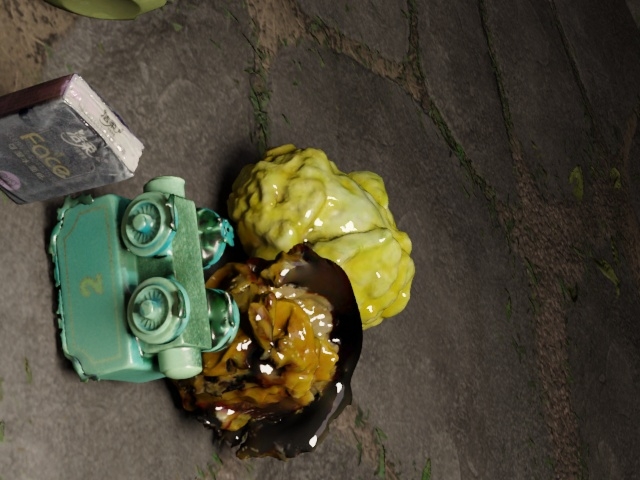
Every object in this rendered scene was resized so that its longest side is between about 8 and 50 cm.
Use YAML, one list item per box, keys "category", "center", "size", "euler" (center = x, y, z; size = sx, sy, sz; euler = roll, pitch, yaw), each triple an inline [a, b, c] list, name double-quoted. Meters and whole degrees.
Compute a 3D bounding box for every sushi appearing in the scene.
- category: "sushi"
  center: [-0.060, 0.110, 1.566]
  size: [0.204, 0.213, 0.200]
  euler: [55, 34, -31]

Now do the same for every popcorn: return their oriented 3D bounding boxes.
- category: "popcorn"
  center: [0.000, 0.000, 1.741]
  size: [0.256, 0.195, 0.255]
  euler: [43, 11, 0]

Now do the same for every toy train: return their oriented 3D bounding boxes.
- category: "toy train"
  center: [-0.177, 0.043, 1.452]
  size: [0.112, 0.163, 0.203]
  euler: [18, 60, -56]

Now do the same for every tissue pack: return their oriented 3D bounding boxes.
- category: "tissue pack"
  center: [-0.260, -0.094, 1.387]
  size: [0.112, 0.156, 0.051]
  euler: [49, 42, -37]

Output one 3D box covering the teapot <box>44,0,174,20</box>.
- category: "teapot"
  center: [-0.243, -0.361, 1.490]
  size: [0.321, 0.239, 0.239]
  euler: [25, 64, -58]
